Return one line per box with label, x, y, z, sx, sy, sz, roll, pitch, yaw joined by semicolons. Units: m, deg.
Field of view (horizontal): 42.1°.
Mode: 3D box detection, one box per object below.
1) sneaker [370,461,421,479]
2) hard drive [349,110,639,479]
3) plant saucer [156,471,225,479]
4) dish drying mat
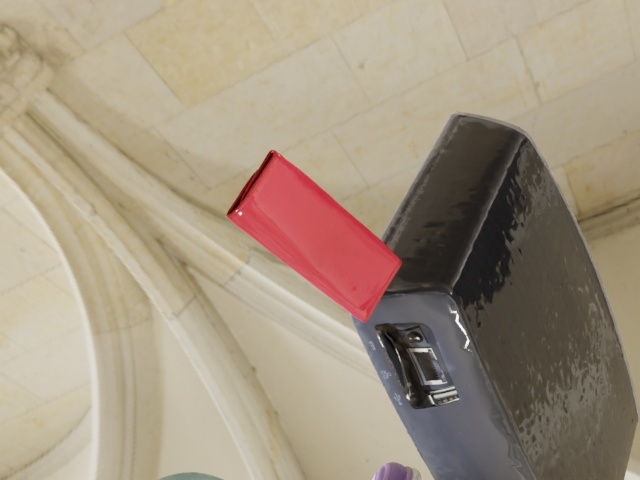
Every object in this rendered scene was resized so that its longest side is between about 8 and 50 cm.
sneaker;-0.006;0.173;0.475;0.170;0.068;0.071;-29;-115;-38
hard drive;0.114;0.071;0.461;0.054;0.254;0.172;-6;-143;37
plant saucer;-0.138;0.328;0.818;0.195;0.037;0.194;-4;-106;14
dish drying mat;0.000;0.000;0.327;0.008;0.083;0.032;19;-106;51
